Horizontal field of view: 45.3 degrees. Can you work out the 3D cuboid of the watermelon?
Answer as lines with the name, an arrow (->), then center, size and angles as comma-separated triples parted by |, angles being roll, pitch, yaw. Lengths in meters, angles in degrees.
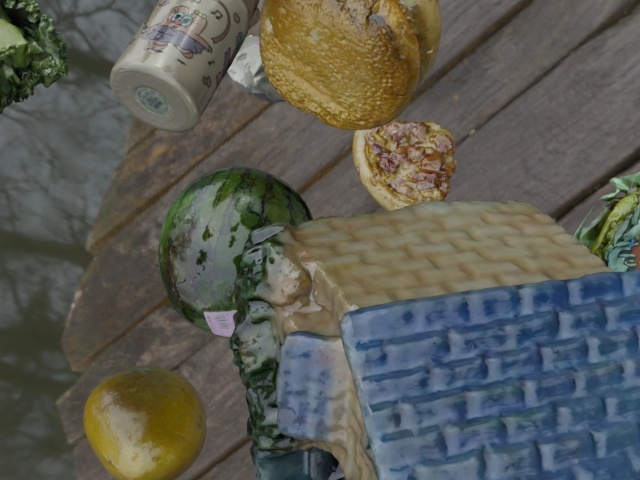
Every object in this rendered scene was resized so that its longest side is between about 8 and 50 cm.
watermelon -> -0.166, 0.023, 1.584 | 0.363, 0.363, 0.364 | -12, 67, 30

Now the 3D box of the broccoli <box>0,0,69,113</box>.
broccoli -> -0.470, -0.271, 1.064 | 0.198, 0.226, 0.176 | -69, 15, -2

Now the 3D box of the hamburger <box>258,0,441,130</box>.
hamburger -> 0.039, -0.326, 1.176 | 0.289, 0.314, 0.170 | 32, 60, 5

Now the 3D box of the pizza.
pizza -> 0.235, -0.199, 2.010 | 0.277, 0.114, 0.409 | -22, 67, -4

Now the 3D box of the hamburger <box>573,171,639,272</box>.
hamburger -> 0.601, -0.010, 1.522 | 0.150, 0.276, 0.261 | 32, 130, 41

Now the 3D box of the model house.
model house -> 0.135, 0.231, 0.809 | 0.400, 0.394, 0.446 | -129, 38, -57

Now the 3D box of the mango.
mango -> -0.362, 0.384, 1.592 | 0.365, 0.252, 0.182 | -141, 50, -73

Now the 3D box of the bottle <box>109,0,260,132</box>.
bottle -> -0.125, -0.215, 0.803 | 0.097, 0.110, 0.209 | 3, 55, 33

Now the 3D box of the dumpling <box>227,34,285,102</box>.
dumpling -> -0.100, -0.298, 1.362 | 0.108, 0.188, 0.127 | -47, 49, 22
